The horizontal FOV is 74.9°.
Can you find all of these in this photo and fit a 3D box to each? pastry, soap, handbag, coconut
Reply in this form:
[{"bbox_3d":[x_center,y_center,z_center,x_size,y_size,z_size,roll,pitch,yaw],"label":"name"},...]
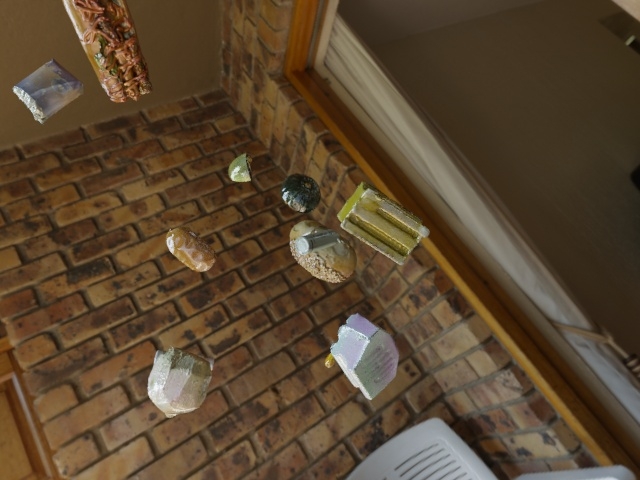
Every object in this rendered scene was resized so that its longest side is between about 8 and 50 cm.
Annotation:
[{"bbox_3d":[0.004,0.066,2.255,0.245,0.409,0.409,-53,-16,-10],"label":"pastry"},{"bbox_3d":[0.174,-0.047,1.161,0.135,0.233,0.076,-53,19,17],"label":"soap"},{"bbox_3d":[-0.801,-0.438,1.225,0.173,0.117,0.095,-54,11,-24],"label":"handbag"},{"bbox_3d":[-0.426,0.435,1.264,0.194,0.194,0.194,-31,-19,-12],"label":"coconut"},{"bbox_3d":[0.217,0.524,1.924,0.261,0.156,0.446,-40,-44,-13],"label":"soap"}]

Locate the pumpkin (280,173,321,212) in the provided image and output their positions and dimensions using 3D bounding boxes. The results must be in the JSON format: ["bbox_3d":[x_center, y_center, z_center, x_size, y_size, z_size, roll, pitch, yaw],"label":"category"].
[{"bbox_3d":[-0.096,-0.229,2.039,0.211,0.212,0.152,-20,-10,-39],"label":"pumpkin"}]

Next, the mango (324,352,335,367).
[{"bbox_3d":[0.055,0.607,2.139,0.089,0.046,0.060,-59,0,3],"label":"mango"}]

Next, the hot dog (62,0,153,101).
[{"bbox_3d":[-0.598,-0.561,1.206,0.158,0.117,0.349,-29,-36,-23],"label":"hot dog"}]

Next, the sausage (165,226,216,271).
[{"bbox_3d":[-0.567,0.035,1.828,0.136,0.241,0.120,-46,15,20],"label":"sausage"}]

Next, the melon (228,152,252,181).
[{"bbox_3d":[-0.366,-0.332,1.882,0.128,0.160,0.079,-19,-42,6],"label":"melon"}]

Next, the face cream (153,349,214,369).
[{"bbox_3d":[-0.640,0.573,1.975,0.269,0.082,0.082,10,-35,-14],"label":"face cream"}]

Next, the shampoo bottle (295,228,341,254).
[{"bbox_3d":[0.000,0.000,1.927,0.262,0.085,0.085,-17,-26,-49],"label":"shampoo bottle"}]
